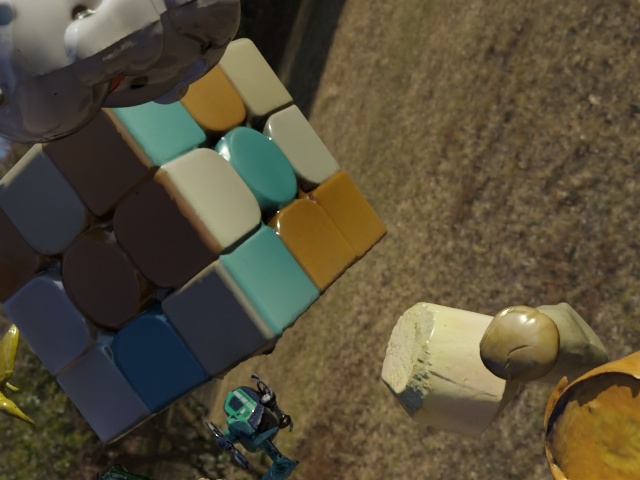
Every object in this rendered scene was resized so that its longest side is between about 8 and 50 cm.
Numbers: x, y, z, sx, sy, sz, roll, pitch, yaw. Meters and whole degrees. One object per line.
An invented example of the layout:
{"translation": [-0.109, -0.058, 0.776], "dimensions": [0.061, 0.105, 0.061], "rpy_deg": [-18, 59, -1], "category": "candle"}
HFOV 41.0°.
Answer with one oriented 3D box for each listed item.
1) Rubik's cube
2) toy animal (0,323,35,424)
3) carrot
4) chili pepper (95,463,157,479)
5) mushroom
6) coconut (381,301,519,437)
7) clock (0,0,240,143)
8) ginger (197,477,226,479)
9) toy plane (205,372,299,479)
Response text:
{"translation": [-0.183, -0.009, 1.115], "dimensions": [0.347, 0.344, 0.346], "rpy_deg": [-34, 3, 32], "category": "Rubik's cube"}
{"translation": [-0.529, 0.253, 1.422], "dimensions": [0.219, 0.155, 0.095], "rpy_deg": [-55, 4, -8], "category": "toy animal"}
{"translation": [0.438, 0.236, 1.046], "dimensions": [0.224, 0.340, 0.224], "rpy_deg": [0, 90, 40], "category": "carrot"}
{"translation": [-0.105, 0.264, 0.796], "dimensions": [0.059, 0.226, 0.088], "rpy_deg": [-43, -50, -59], "category": "chili pepper"}
{"translation": [0.401, 0.186, 1.494], "dimensions": [0.407, 0.137, 0.154], "rpy_deg": [4, -119, -60], "category": "mushroom"}
{"translation": [0.257, 0.242, 1.608], "dimensions": [0.239, 0.244, 0.239], "rpy_deg": [-162, 90, -77], "category": "coconut"}
{"translation": [-0.188, -0.159, 0.639], "dimensions": [0.254, 0.188, 0.189], "rpy_deg": [-55, -17, -60], "category": "clock"}
{"translation": [-0.157, 0.402, 0.987], "dimensions": [0.122, 0.084, 0.290], "rpy_deg": [-30, -47, -51], "category": "ginger"}
{"translation": [-0.130, 0.383, 1.710], "dimensions": [0.106, 0.155, 0.381], "rpy_deg": [60, 165, -24], "category": "toy plane"}
